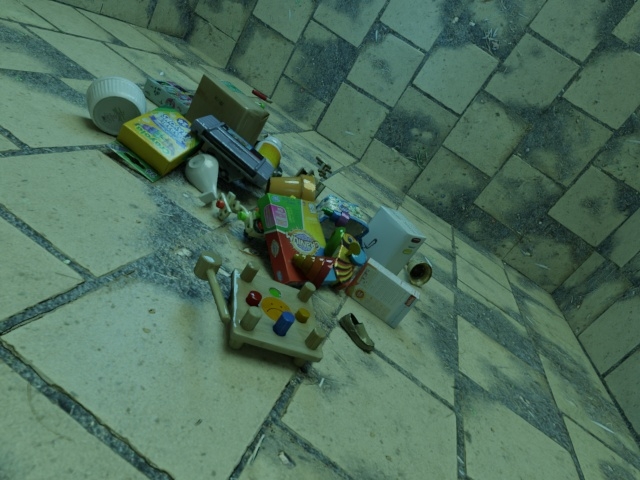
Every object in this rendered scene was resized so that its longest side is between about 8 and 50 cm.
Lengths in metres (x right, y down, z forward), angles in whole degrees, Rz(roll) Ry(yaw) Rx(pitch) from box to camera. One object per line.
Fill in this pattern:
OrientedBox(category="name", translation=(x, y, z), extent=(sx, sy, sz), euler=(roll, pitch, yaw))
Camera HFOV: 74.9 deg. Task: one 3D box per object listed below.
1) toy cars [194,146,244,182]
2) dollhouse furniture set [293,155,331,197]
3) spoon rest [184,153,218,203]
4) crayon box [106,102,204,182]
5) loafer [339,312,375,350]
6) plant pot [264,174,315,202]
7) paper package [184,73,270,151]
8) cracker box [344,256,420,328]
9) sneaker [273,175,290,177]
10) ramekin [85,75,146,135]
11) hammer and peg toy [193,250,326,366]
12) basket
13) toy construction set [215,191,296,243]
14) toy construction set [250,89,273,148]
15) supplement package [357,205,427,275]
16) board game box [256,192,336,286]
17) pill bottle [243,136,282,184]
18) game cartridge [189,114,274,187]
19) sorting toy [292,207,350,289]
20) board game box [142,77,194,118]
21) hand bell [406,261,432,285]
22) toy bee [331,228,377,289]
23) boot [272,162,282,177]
OrientedBox(category="toy cars", translation=(-0.510, -0.356, 1.760), extent=(0.393, 0.087, 0.177), euler=(27, 40, -26))
OrientedBox(category="dollhouse furniture set", translation=(-0.071, -0.311, 2.108), extent=(0.161, 0.212, 0.242), euler=(38, -4, 7))
OrientedBox(category="spoon rest", translation=(-0.443, -0.234, 1.586), extent=(0.084, 0.137, 0.276), euler=(68, -2, -50))
OrientedBox(category="crayon box", translation=(-0.590, -0.370, 1.544), extent=(0.203, 0.083, 0.323), euler=(40, 37, -9))
OrientedBox(category="loafer", translation=(0.122, 0.292, 1.345), extent=(0.148, 0.050, 0.056), euler=(43, 24, 22))
OrientedBox(category="plant pot", translation=(-0.140, -0.194, 1.813), extent=(0.187, 0.205, 0.205), euler=(8, 30, -17))
OrientedBox(category="paper package", translation=(-0.445, -0.549, 1.938), extent=(0.325, 0.310, 0.168), euler=(42, 22, 21))
OrientedBox(category="cracker box", translation=(0.229, 0.194, 1.550), extent=(0.232, 0.156, 0.067), euler=(37, 22, 6))
OrientedBox(category="sneaker", translation=(-0.194, -0.271, 2.011), extent=(0.092, 0.087, 0.229), euler=(30, 21, -5))
OrientedBox(category="ramekin", translation=(-0.755, -0.489, 1.553), extent=(0.207, 0.207, 0.109), euler=(14, 39, -39))
OrientedBox(category="hammer and peg toy", translation=(-0.166, 0.180, 1.087), extent=(0.361, 0.127, 0.266), euler=(23, 27, -25))
OrientedBox(category="basket", translation=(0.077, -0.037, 1.777), extent=(0.254, 0.201, 0.289), euler=(17, 55, -34))
OrientedBox(category="toy construction set", translation=(-0.215, -0.092, 1.534), extent=(0.327, 0.151, 0.215), euler=(6, 59, -35))
OrientedBox(category="toy construction set", translation=(-0.359, -0.645, 2.297), extent=(0.237, 0.309, 0.257), euler=(14, 37, -49))
OrientedBox(category="supplement package", translation=(0.294, 0.018, 1.851), extent=(0.145, 0.262, 0.204), euler=(10, 32, -44))
OrientedBox(category="board game box", translation=(-0.081, 0.003, 1.460), extent=(0.242, 0.064, 0.317), euler=(5, 64, -49))
OrientedBox(category="pill bottle", translation=(-0.264, -0.385, 1.977), extent=(0.136, 0.136, 0.246), euler=(29, 45, -11))
OrientedBox(category="game cartridge", translation=(-0.347, -0.376, 1.714), extent=(0.355, 0.068, 0.230), euler=(40, 22, -13))
OrientedBox(category="sorting toy", translation=(0.000, 0.000, 1.439), extent=(0.126, 0.127, 0.366), euler=(28, 45, -5))
OrientedBox(category="board game box", translation=(-0.726, -0.711, 2.168), extent=(0.303, 0.097, 0.224), euler=(37, 23, 5))
OrientedBox(category="hand bell", translation=(0.446, 0.118, 2.096), extent=(0.126, 0.126, 0.242), euler=(23, 13, -23))
OrientedBox(category="toy bee", translation=(0.086, 0.045, 1.604), extent=(0.162, 0.195, 0.298), euler=(44, 26, -7))
OrientedBox(category="boot", translation=(-0.291, -0.393, 2.140), extent=(0.161, 0.083, 0.246), euler=(15, 27, -25))
